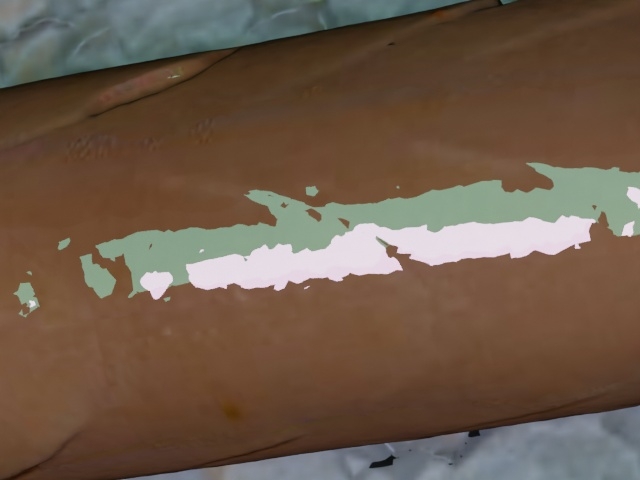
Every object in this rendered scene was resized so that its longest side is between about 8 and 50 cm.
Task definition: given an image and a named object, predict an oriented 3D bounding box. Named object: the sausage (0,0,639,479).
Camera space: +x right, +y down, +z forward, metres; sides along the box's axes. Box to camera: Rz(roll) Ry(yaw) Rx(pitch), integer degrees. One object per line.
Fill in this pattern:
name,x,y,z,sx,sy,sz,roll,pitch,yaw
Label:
sausage,0.001,0.000,0.541,0.304,0.121,0.121,-9,85,10
